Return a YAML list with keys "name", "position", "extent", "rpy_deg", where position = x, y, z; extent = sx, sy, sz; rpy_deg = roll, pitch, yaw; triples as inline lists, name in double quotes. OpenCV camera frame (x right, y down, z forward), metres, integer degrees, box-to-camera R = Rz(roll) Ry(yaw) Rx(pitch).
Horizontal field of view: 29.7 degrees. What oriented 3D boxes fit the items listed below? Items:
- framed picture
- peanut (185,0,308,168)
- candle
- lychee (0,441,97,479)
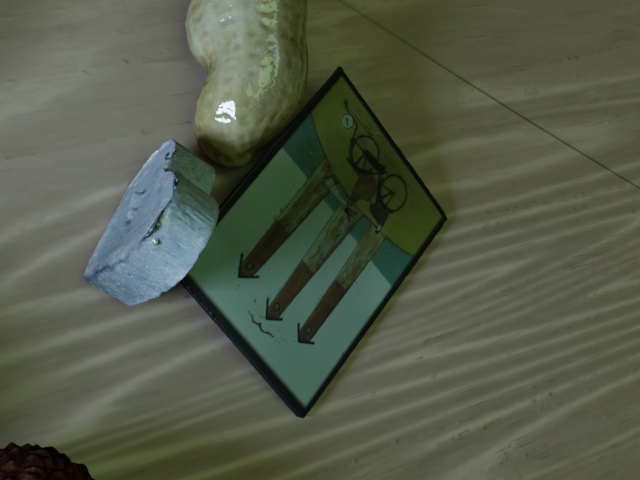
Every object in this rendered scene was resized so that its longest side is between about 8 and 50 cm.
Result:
- name: "framed picture"
  position: [0.000, 0.000, 1.358]
  extent: [0.244, 0.013, 0.324]
  rpy_deg: [52, 60, -26]
- name: "peanut"
  position: [-0.080, -0.206, 1.329]
  extent: [0.122, 0.137, 0.253]
  rpy_deg: [29, 58, -69]
- name: "candle"
  position: [-0.172, -0.009, 1.225]
  extent: [0.068, 0.192, 0.168]
  rpy_deg: [34, 109, -20]
- name: "lychee"
  position: [-0.273, 0.272, 1.080]
  extent: [0.188, 0.188, 0.188]
  rpy_deg: [6, 77, -28]
